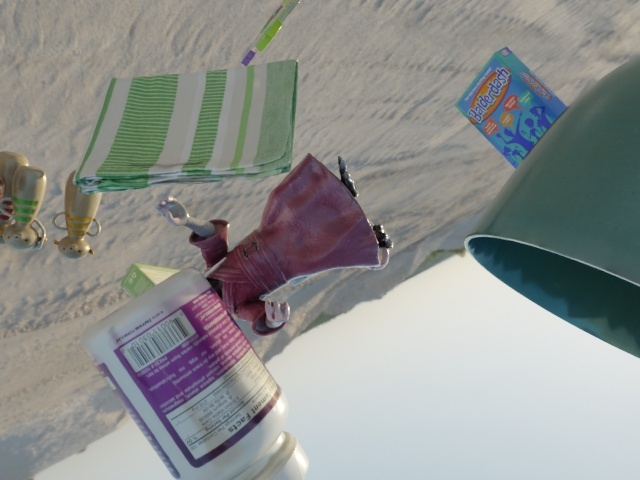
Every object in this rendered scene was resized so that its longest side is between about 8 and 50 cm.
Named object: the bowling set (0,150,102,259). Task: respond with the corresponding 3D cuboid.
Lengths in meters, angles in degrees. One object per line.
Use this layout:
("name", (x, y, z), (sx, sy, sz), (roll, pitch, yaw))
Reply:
("bowling set", (-0.492, -0.049, 0.759), (0.287, 0.154, 0.200), (14, -168, -9))

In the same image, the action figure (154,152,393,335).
("action figure", (-0.090, 0.019, 0.843), (0.370, 0.248, 0.276), (-32, 169, 5))

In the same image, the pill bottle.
("pill bottle", (-0.147, 0.198, 0.658), (0.169, 0.301, 0.169), (-33, -177, 2))

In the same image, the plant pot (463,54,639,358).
("plant pot", (0.319, -0.028, 0.459), (0.235, 0.293, 0.293), (-59, 172, -4))

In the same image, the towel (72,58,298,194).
("towel", (-0.200, -0.184, 0.798), (0.325, 0.247, 0.038), (-4, 146, 7))

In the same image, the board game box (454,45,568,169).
("board game box", (0.397, -0.264, 1.061), (0.047, 0.210, 0.160), (-34, 167, -28))

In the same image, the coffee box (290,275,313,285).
("coffee box", (0.000, 0.000, 1.401), (0.247, 0.141, 0.098), (-26, 152, -9))

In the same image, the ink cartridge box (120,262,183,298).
("ink cartridge box", (-0.223, 0.135, 0.924), (0.056, 0.235, 0.171), (-56, 155, 6))

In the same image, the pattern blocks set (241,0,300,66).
("pattern blocks set", (-0.092, -0.545, 1.232), (0.325, 0.026, 0.285), (-36, -153, 39))
